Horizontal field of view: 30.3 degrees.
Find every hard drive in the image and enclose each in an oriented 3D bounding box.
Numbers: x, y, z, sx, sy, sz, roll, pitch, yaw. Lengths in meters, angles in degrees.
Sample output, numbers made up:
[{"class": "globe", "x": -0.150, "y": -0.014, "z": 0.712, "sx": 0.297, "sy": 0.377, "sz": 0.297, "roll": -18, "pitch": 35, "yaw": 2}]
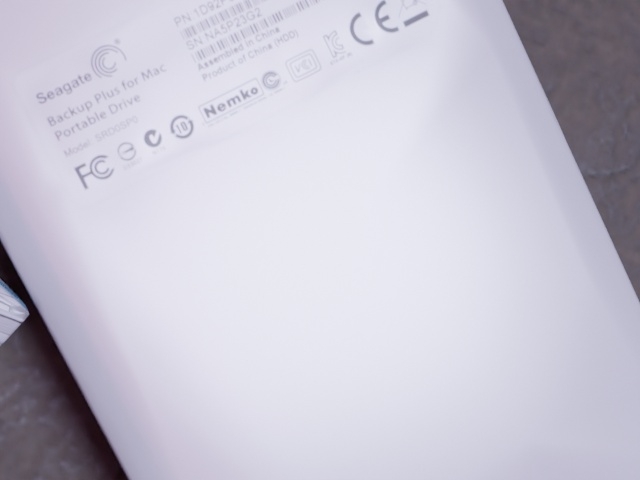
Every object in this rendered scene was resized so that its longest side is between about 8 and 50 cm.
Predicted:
[{"class": "hard drive", "x": 0.000, "y": 0.000, "z": 0.436, "sx": 0.203, "sy": 0.040, "sz": 0.308, "roll": -28, "pitch": 99, "yaw": -14}]

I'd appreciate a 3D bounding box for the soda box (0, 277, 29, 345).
[{"class": "soda box", "x": -0.178, "y": 0.068, "z": 0.376, "sx": 0.063, "sy": 0.058, "sz": 0.183, "roll": 44, "pitch": 80, "yaw": -13}]
